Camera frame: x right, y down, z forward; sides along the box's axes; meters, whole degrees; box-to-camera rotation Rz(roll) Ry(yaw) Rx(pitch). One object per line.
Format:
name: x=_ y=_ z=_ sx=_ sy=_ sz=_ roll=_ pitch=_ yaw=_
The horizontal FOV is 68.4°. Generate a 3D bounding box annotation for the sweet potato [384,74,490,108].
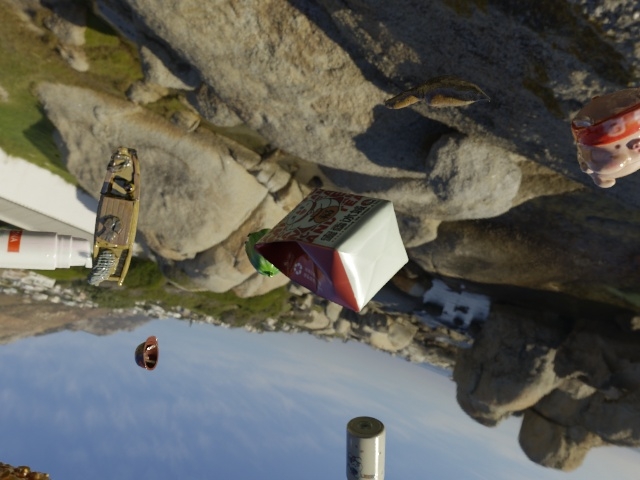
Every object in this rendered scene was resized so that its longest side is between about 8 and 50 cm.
sweet potato: x=0.273 y=-0.356 z=1.132 sx=0.269 sy=0.075 sz=0.074 roll=8 pitch=164 yaw=38

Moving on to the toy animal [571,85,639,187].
toy animal: x=0.566 y=-0.201 z=0.892 sx=0.171 sy=0.172 sz=0.197 roll=15 pitch=174 yaw=33

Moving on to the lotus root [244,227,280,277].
lotus root: x=-0.196 y=0.071 z=1.792 sx=0.186 sy=0.186 sz=0.186 roll=21 pitch=170 yaw=4

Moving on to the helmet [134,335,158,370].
helmet: x=-0.576 y=0.369 z=1.542 sx=0.057 sy=0.111 sz=0.089 roll=-5 pitch=167 yaw=14

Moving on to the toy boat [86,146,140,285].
toy boat: x=-0.464 y=-0.053 z=1.074 sx=0.088 sy=0.322 sz=0.121 roll=9 pitch=-178 yaw=-18

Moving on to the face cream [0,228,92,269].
face cream: x=-0.773 y=0.022 z=1.202 sx=0.345 sy=0.102 sz=0.102 roll=3 pitch=179 yaw=-27

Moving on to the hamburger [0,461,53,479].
hamburger: x=-0.429 y=0.408 z=0.506 sx=0.330 sy=0.330 sz=0.250 roll=32 pitch=-166 yaw=-47

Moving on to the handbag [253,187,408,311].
handbag: x=0.000 y=0.000 z=0.916 sx=0.298 sy=0.171 sz=0.151 roll=16 pitch=137 yaw=45

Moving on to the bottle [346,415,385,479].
bottle: x=0.122 y=0.615 z=1.296 sx=0.109 sy=0.234 sz=0.110 roll=1 pitch=-171 yaw=0
